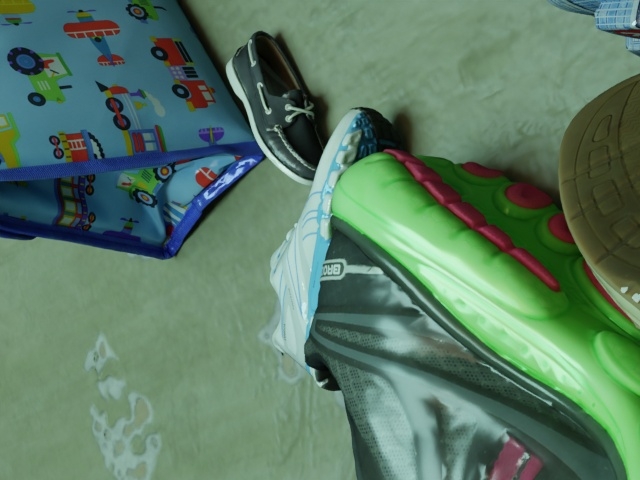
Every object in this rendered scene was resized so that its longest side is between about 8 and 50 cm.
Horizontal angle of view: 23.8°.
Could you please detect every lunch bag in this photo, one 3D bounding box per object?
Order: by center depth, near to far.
[{"bbox_3d":[-0.221,-0.110,1.067,0.138,0.293,0.221,-46,62,32],"label":"lunch bag"}]

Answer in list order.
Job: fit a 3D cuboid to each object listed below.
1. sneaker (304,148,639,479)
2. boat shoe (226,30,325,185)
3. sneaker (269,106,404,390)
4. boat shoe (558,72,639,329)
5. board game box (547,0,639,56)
[{"bbox_3d":[0.145,0.145,0.839,0.483,0.185,0.202,53,129,42],"label":"sneaker"},{"bbox_3d":[-0.025,-0.093,1.062,0.038,0.046,0.125,-52,51,35],"label":"boat shoe"},{"bbox_3d":[0.000,0.000,1.027,0.083,0.071,0.191,23,105,45],"label":"sneaker"},{"bbox_3d":[0.218,0.034,0.772,0.121,0.110,0.341,-29,39,9],"label":"boat shoe"},{"bbox_3d":[0.207,-0.128,0.788,0.194,0.194,0.060,5,93,55],"label":"board game box"}]
